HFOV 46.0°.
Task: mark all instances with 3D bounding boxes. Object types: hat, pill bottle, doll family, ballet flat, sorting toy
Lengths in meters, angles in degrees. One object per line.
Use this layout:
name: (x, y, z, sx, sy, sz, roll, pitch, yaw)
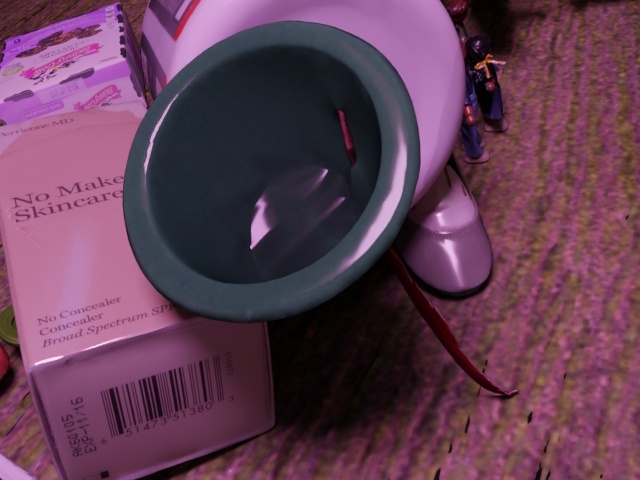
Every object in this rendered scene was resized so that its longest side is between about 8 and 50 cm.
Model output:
hat: (0.000, 0.000, 0.473, 0.173, 0.183, 0.208, -18, 63, 13)
pill bottle: (-0.044, -0.153, 0.648, 0.210, 0.210, 0.363, -23, 28, -7)
doll family: (0.129, -0.159, 0.697, 0.076, 0.111, 0.193, -19, 40, -2)
ballet flat: (0.086, -0.046, 0.616, 0.072, 0.068, 0.213, -12, 40, 2)
sorting toy: (-0.259, 0.090, 0.614, 0.061, 0.042, 0.102, 29, 45, 23)

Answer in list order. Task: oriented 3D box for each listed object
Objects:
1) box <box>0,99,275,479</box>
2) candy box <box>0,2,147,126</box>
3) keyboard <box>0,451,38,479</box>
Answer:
box: (-0.157, 0.018, 0.570, 0.148, 0.121, 0.311, -17, 38, -20)
candy box: (-0.313, -0.212, 0.950, 0.165, 0.070, 0.196, -19, 39, -3)
keyboard: (-0.254, 0.134, 0.528, 0.256, 0.072, 0.014, 18, 58, 35)
